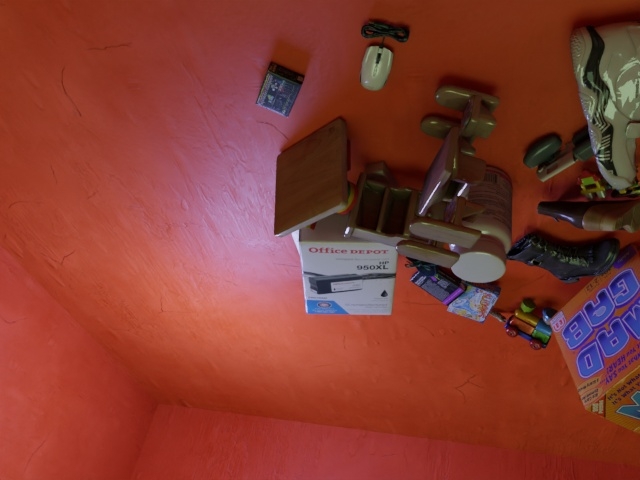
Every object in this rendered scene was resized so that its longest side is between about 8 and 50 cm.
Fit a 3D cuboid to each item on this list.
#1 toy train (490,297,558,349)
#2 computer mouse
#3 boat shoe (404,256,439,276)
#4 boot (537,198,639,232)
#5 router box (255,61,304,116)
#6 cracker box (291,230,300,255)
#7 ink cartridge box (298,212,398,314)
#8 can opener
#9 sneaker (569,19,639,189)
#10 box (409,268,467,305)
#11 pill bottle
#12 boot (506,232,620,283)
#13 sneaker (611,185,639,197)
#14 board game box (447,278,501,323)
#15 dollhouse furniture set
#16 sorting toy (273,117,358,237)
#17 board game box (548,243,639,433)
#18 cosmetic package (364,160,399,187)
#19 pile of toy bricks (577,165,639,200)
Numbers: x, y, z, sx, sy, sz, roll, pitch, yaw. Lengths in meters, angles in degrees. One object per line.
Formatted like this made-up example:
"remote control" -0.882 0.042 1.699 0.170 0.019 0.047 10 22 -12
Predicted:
"toy train" 0.689 0.255 2.072 0.248 0.105 0.143 29 132 19
"computer mouse" 0.133 -0.409 1.379 0.106 0.042 0.193 12 145 1
"boat shoe" 0.295 0.039 1.883 0.109 0.089 0.258 -14 131 33
"boot" 0.718 -0.082 1.585 0.207 0.248 0.090 21 112 44
"router box" -0.103 -0.377 1.508 0.092 0.038 0.122 21 144 -10
"cracker box" 0.000 0.000 1.965 0.155 0.067 0.232 1 143 16
"ink cartridge box" 0.086 0.059 1.831 0.285 0.166 0.395 0 142 3
"can opener" 0.610 -0.238 1.422 0.095 0.076 0.283 28 141 -20
"sneaker" 0.653 -0.283 1.228 0.210 0.137 0.366 -12 114 29
"box" 0.397 0.145 2.029 0.162 0.029 0.116 33 143 -2
"pill bottle" 0.419 -0.042 1.576 0.160 0.283 0.160 10 145 7
"boot" 0.699 0.035 1.754 0.229 0.091 0.263 23 146 -14
"sneaker" 0.798 -0.121 1.555 0.083 0.031 0.035 -13 137 33
"board game box" 0.527 0.204 2.073 0.136 0.035 0.201 19 146 11
"dollhouse furniture set" 0.226 -0.129 1.460 0.256 0.362 0.394 14 157 -1
"sorting toy" -0.006 -0.153 1.612 0.089 0.256 0.257 22 147 -39
"board game box" 0.955 0.303 1.717 0.356 0.357 0.356 26 122 -15
"cosmetic package" 0.173 -0.168 1.698 0.060 0.041 0.115 -8 139 27
"pile of toy bricks" 0.737 -0.180 1.456 0.212 0.118 0.105 -12 111 55
